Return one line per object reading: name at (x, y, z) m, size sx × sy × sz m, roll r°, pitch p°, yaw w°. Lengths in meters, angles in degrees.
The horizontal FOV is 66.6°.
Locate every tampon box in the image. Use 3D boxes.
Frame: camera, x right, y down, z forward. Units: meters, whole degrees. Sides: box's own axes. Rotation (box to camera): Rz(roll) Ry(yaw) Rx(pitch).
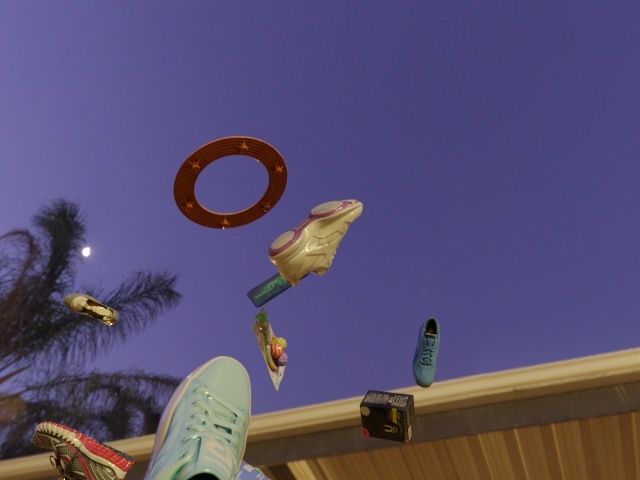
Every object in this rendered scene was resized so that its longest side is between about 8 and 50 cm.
tampon box at (0.224, 0.582, 1.621) m, size 0.161 × 0.101 × 0.120 m, roll -1°, pitch -77°, yaw 24°

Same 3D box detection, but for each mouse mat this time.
mouse mat at (-0.132, 0.132, 1.491) m, size 0.190 × 0.153 × 0.007 m, roll -32°, pitch -70°, yaw -13°

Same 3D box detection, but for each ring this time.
ring at (-0.252, -0.152, 1.411) m, size 0.337 × 0.032 × 0.336 m, roll -15°, pitch -41°, yaw -14°

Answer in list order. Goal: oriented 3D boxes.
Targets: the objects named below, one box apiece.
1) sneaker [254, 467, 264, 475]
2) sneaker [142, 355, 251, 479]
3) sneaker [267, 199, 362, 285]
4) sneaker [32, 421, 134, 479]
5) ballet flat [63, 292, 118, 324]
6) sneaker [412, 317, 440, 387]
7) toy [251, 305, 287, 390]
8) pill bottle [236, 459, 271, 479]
sneaker at (-0.164, 0.921, 1.746) m, size 0.109 × 0.296 × 0.123 m, roll 30°, pitch -86°, yaw -45°
sneaker at (-0.145, 0.287, 0.618) m, size 0.135 × 0.365 × 0.150 m, roll 38°, pitch -54°, yaw -19°
sneaker at (0.000, 0.000, 1.319) m, size 0.305 × 0.114 × 0.152 m, roll -36°, pitch -63°, yaw -20°
sneaker at (-0.609, 0.533, 1.199) m, size 0.299 × 0.112 × 0.120 m, roll 10°, pitch -32°, yaw 27°
ballet flat at (-0.843, 0.243, 1.786) m, size 0.213 × 0.072 × 0.068 m, roll 23°, pitch -22°, yaw -1°
sneaker at (0.315, 0.327, 1.447) m, size 0.069 × 0.209 × 0.082 m, roll 10°, pitch -32°, yaw 11°
toy at (-0.141, 0.332, 1.530) m, size 0.056 × 0.137 × 0.237 m, roll -15°, pitch -71°, yaw 14°
pill bottle at (-0.235, 0.582, 1.149) m, size 0.272 × 0.152 × 0.152 m, roll 29°, pitch -59°, yaw 14°
